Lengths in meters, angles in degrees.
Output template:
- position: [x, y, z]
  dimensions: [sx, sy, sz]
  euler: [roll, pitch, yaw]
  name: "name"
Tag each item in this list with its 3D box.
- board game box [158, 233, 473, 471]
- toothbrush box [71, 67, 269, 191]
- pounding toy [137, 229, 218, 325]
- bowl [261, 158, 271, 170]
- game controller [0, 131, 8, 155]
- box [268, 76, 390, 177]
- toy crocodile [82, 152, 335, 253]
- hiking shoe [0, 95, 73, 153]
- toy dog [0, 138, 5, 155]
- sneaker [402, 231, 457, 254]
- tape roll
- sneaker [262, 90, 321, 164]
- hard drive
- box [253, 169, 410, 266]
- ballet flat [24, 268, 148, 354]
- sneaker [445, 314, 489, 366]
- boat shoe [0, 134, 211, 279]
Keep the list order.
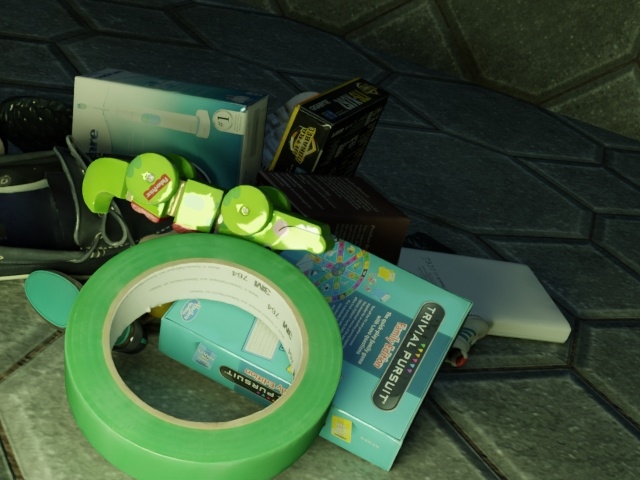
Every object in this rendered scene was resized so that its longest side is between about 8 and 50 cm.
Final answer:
- position: [-0.003, 0.114, 1.424]
  dimensions: [0.336, 0.079, 0.254]
  euler: [27, 50, 10]
  name: "board game box"
- position: [-0.250, -0.149, 1.770]
  dimensions: [0.295, 0.216, 0.126]
  euler: [10, 18, 12]
  name: "toothbrush box"
- position: [-0.167, 0.073, 1.573]
  dimensions: [0.269, 0.155, 0.154]
  euler: [-17, 68, -39]
  name: "pounding toy"
- position: [-0.164, -0.088, 1.891]
  dimensions: [0.170, 0.170, 0.080]
  euler: [11, 66, -14]
  name: "bowl"
- position: [-0.644, -0.205, 1.876]
  dimensions: [0.166, 0.067, 0.319]
  euler: [5, 25, -28]
  name: "game controller"
- position: [-0.001, -0.142, 1.932]
  dimensions: [0.079, 0.257, 0.322]
  euler: [31, 26, 11]
  name: "box"
- position: [-0.146, -0.040, 1.406]
  dimensions: [0.340, 0.105, 0.115]
  euler: [19, 6, 6]
  name: "toy crocodile"
- position: [-0.463, -0.192, 1.919]
  dimensions: [0.132, 0.113, 0.304]
  euler: [20, 4, 35]
  name: "hiking shoe"
- position: [-0.616, -0.087, 1.513]
  dimensions: [0.333, 0.220, 0.161]
  euler: [3, 57, -15]
  name: "toy dog"
- position: [0.166, 0.013, 1.973]
  dimensions: [0.170, 0.051, 0.089]
  euler: [22, 24, -2]
  name: "sneaker"
- position: [-0.137, 0.136, 1.270]
  dimensions: [0.321, 0.077, 0.321]
  euler: [7, 50, -8]
  name: "tape roll"
- position: [-0.115, -0.158, 2.089]
  dimensions: [0.321, 0.180, 0.125]
  euler: [-24, 73, -16]
  name: "sneaker"
- position: [0.251, 0.089, 1.847]
  dimensions: [0.307, 0.040, 0.203]
  euler: [8, 29, -21]
  name: "hard drive"
- position: [0.000, 0.000, 1.726]
  dimensions: [0.203, 0.168, 0.167]
  euler: [2, 26, -33]
  name: "box"
- position: [-0.305, 0.098, 1.430]
  dimensions: [0.203, 0.074, 0.074]
  euler: [23, 23, 30]
  name: "ballet flat"
- position: [0.210, 0.162, 1.668]
  dimensions: [0.161, 0.057, 0.075]
  euler: [-2, 46, -41]
  name: "sneaker"
- position: [-0.349, -0.044, 1.516]
  dimensions: [0.500, 0.156, 0.187]
  euler: [-8, 72, -39]
  name: "boat shoe"
